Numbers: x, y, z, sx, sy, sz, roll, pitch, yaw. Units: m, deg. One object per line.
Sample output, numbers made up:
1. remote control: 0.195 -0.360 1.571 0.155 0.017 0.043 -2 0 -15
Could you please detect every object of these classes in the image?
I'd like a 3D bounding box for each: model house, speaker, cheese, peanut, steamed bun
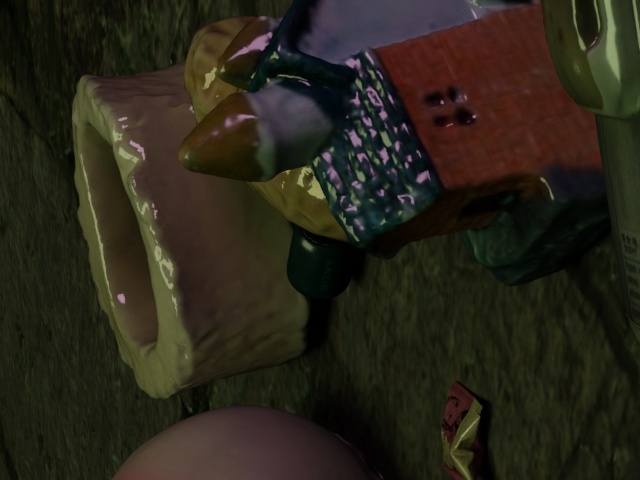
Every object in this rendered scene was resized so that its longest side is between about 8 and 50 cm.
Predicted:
1. model house: 0.027 -0.080 1.142 0.253 0.291 0.184 68 150 18
2. speaker: -0.005 -0.001 1.531 0.094 0.060 0.075 57 149 37
3. cheese: -0.135 -0.022 1.685 0.292 0.153 0.332 161 93 -70
4. peanut: -0.020 -0.097 1.398 0.140 0.153 0.325 -58 40 6
5. steamed bun: -0.099 0.308 1.577 0.309 0.309 0.309 44 141 50

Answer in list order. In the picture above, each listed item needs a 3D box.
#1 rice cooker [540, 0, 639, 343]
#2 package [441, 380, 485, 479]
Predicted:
1. rice cooker: 0.237 -0.083 0.678 0.288 0.288 0.277 9 113 65
2. package: 0.117 0.163 1.394 0.059 0.029 0.083 -142 53 -65
